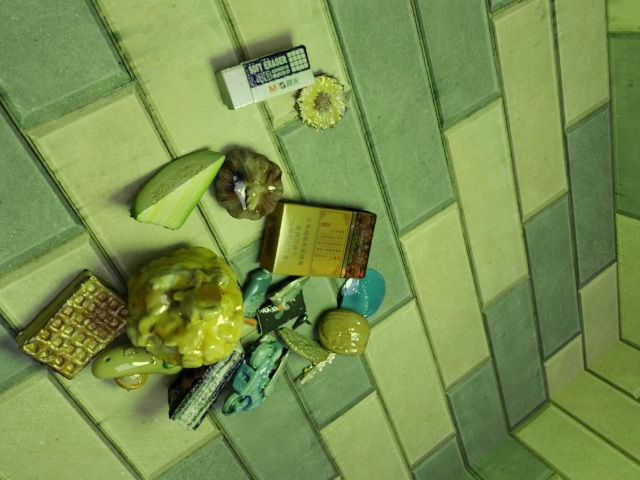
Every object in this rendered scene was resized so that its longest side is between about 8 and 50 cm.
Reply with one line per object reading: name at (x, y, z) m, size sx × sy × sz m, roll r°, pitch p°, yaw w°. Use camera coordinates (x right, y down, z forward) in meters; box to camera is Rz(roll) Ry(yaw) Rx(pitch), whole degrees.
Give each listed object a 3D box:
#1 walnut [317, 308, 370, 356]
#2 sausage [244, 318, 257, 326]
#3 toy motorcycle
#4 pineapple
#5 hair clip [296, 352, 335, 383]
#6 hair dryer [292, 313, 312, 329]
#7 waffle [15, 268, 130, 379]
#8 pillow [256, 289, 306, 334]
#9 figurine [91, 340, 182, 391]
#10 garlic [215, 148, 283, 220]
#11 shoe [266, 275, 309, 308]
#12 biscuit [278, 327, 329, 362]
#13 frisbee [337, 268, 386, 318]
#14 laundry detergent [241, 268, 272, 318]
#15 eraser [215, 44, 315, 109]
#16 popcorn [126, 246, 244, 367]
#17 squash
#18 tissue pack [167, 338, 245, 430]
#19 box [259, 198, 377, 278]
walnut at (0.091, 0.365, 2.161) m, size 0.213 × 0.213 × 0.213 m, roll -12°, pitch 115°, yaw -26°
sausage at (-0.286, 0.290, 2.006) m, size 0.107 × 0.031 × 0.031 m, roll 28°, pitch 94°, yaw -35°
toy motorcycle at (-0.225, 0.529, 2.047) m, size 0.241 × 0.182 × 0.319 m, roll 30°, pitch 92°, yaw -36°
pineapple at (-0.003, -0.471, 1.854) m, size 0.221 × 0.047 × 0.221 m, roll -9°, pitch 111°, yaw -26°
hair clip at (-0.014, 0.524, 2.256) m, size 0.214 × 0.056 × 0.062 m, roll -39°, pitch 108°, yaw -21°
hair dryer at (-0.065, 0.334, 2.162) m, size 0.079 × 0.031 × 0.083 m, roll -47°, pitch 134°, yaw 7°
waffle at (-0.753, 0.263, 1.682) m, size 0.308 × 0.091 × 0.213 m, roll -46°, pitch 125°, yaw -8°
pillow at (-0.147, 0.270, 2.062) m, size 0.208 × 0.055 × 0.141 m, roll -27°, pitch 134°, yaw -25°
figurine at (-0.599, 0.410, 1.796) m, size 0.324 × 0.124 × 0.222 m, roll 0°, pitch 140°, yaw -44°
garlic at (-0.227, -0.178, 1.768) m, size 0.245 × 0.160 × 0.245 m, roll -6°, pitch 105°, yaw -23°
shoe at (-0.112, 0.186, 2.019) m, size 0.194 × 0.074 × 0.077 m, roll -30°, pitch 108°, yaw -35°
biscuit at (-0.055, 0.426, 2.134) m, size 0.290 × 0.141 × 0.038 m, roll 30°, pitch 107°, yaw -38°
frisbee at (0.179, 0.234, 2.254) m, size 0.242 × 0.045 × 0.242 m, roll -11°, pitch 114°, yaw -27°
laundry detergent at (-0.236, 0.182, 1.971) m, size 0.096 × 0.061 × 0.206 m, roll 25°, pitch 95°, yaw -43°
eraser at (-0.170, -0.510, 1.695) m, size 0.287 × 0.086 × 0.130 m, roll -25°, pitch 110°, yaw -18°
popcorn at (-0.413, 0.216, 1.684) m, size 0.344 × 0.390 × 0.354 m, roll -18°, pitch 110°, yaw -5°
squash at (-0.452, -0.184, 1.657) m, size 0.289 × 0.111 × 0.203 m, roll -57°, pitch 153°, yaw 7°
tissue pack at (-0.396, 0.467, 1.886) m, size 0.123 × 0.245 × 0.332 m, roll 38°, pitch 88°, yaw -18°
box at (0.001, 0.000, 1.988) m, size 0.415 × 0.116 × 0.264 m, roll 4°, pitch 100°, yaw -34°
